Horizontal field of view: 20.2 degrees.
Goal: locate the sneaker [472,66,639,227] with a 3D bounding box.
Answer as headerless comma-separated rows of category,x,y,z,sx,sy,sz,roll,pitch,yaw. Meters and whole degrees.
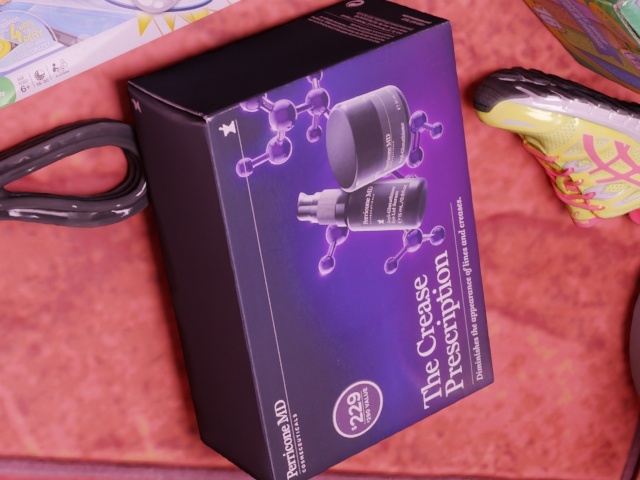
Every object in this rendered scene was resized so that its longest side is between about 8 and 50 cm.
sneaker,0.185,-0.055,1.238,0.208,0.081,0.094,16,104,-31

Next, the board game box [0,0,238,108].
board game box,-0.135,-0.176,1.053,0.201,0.035,0.136,-27,120,-15

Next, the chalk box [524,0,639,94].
chalk box,0.229,-0.168,1.135,0.132,0.213,0.132,-49,123,-2

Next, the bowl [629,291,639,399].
bowl,0.351,0.074,1.324,0.311,0.163,0.311,-10,114,-24

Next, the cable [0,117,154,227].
cable,-0.236,-0.021,1.068,0.287,0.072,0.139,-32,112,-27

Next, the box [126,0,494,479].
box,0.000,0.000,1.138,0.184,0.103,0.261,-23,119,-25
